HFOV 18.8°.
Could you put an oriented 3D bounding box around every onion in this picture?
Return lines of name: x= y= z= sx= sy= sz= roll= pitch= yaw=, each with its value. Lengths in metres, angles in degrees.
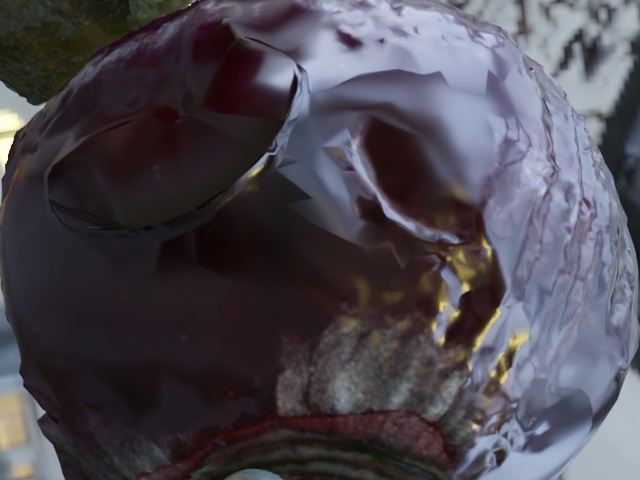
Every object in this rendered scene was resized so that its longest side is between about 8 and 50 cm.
onion: x=0.005 y=-0.002 z=0.725 sx=0.206 sy=0.207 sz=0.216 roll=56 pitch=26 yaw=-46

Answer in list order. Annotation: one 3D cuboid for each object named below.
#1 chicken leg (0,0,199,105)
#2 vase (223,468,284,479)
chicken leg: x=-0.092 y=-0.217 z=0.952 sx=0.211 sy=0.140 sz=0.361 roll=38 pitch=-49 yaw=2
vase: x=-0.161 y=0.135 z=0.286 sx=0.165 sy=0.360 sz=0.165 roll=165 pitch=-90 yaw=-72
